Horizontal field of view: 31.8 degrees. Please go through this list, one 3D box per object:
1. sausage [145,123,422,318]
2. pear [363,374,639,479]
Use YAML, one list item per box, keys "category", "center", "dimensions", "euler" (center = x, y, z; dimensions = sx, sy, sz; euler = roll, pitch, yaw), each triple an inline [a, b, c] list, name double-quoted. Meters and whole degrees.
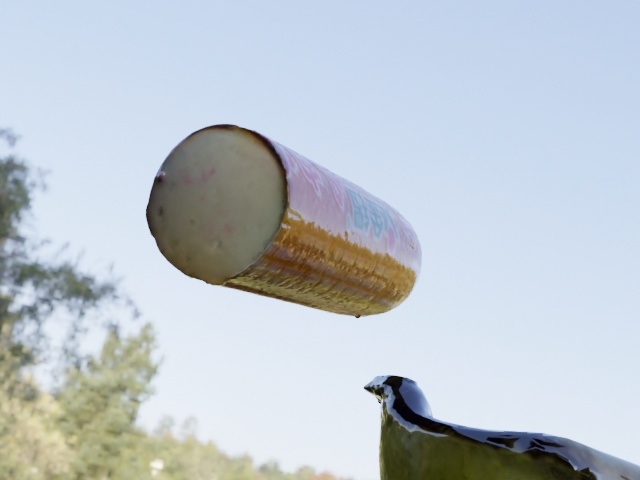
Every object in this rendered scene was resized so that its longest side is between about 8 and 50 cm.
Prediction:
- category: "sausage"
  center: [0.000, 0.000, 0.581]
  dimensions: [0.071, 0.071, 0.234]
  euler: [5, -6, 23]
- category: "pear"
  center: [0.120, 0.195, 0.554]
  dimensions: [0.267, 0.178, 0.267]
  euler: [20, -13, 5]
